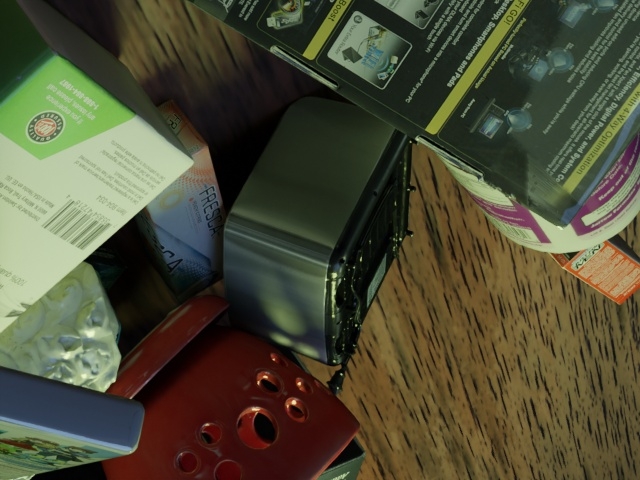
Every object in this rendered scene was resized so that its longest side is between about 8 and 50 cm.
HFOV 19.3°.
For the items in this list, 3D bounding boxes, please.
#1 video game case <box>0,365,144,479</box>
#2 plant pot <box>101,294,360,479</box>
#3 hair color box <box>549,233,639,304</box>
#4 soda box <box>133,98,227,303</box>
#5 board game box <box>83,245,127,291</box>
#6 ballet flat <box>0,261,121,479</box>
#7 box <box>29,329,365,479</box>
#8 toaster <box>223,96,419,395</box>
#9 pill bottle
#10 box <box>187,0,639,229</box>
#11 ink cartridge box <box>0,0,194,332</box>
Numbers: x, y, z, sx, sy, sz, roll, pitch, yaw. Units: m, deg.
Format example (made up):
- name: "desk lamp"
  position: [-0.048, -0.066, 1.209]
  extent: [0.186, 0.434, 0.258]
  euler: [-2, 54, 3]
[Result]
- name: "video game case"
  position: [-0.307, 0.088, 1.158]
  extent: [0.329, 0.036, 0.300]
  euler: [17, 164, -20]
- name: "plant pot"
  position: [-0.093, 0.156, 1.507]
  extent: [0.191, 0.174, 0.191]
  euler: [-46, 178, -2]
- name: "hair color box"
  position: [0.265, 0.000, 1.903]
  extent: [0.053, 0.093, 0.167]
  euler: [-44, 149, 10]
- name: "soda box"
  position: [-0.114, -0.028, 1.487]
  extent: [0.063, 0.058, 0.183]
  euler: [-31, 149, -12]
- name: "board game box"
  position: [-0.254, 0.072, 1.508]
  extent: [0.186, 0.026, 0.126]
  euler: [-49, 149, 19]
- name: "ballet flat"
  position: [-0.315, 0.172, 1.410]
  extent: [0.409, 0.147, 0.147]
  euler: [-38, 151, 12]
- name: "box"
  position: [-0.170, 0.278, 1.734]
  extent: [0.343, 0.179, 0.312]
  euler: [-19, 147, -29]
- name: "toaster"
  position: [0.000, 0.000, 1.545]
  extent: [0.168, 0.110, 0.186]
  euler: [88, 25, -55]
- name: "pill bottle"
  position: [0.169, -0.114, 1.562]
  extent: [0.169, 0.169, 0.301]
  euler: [-40, 151, 3]
- name: "box"
  position: [0.138, -0.245, 1.223]
  extent: [0.395, 0.318, 0.097]
  euler: [-57, -175, 28]
- name: "ink cartridge box"
  position: [-0.253, -0.033, 1.271]
  extent: [0.273, 0.115, 0.198]
  euler: [-41, 150, 6]
